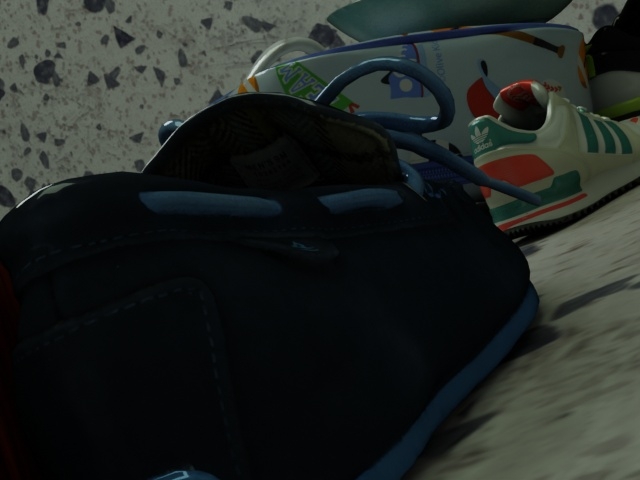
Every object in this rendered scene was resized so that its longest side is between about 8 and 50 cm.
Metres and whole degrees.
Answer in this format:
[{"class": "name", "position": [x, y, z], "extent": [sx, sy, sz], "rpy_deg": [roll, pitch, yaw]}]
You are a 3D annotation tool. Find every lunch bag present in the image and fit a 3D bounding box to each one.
[{"class": "lunch bag", "position": [0.033, -0.066, 1.040], "extent": [0.243, 0.115, 0.303], "rpy_deg": [-11, -1, -13]}]

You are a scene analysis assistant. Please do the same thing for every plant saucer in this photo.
[{"class": "plant saucer", "position": [0.102, -0.157, 1.081], "extent": [0.195, 0.037, 0.195], "rpy_deg": [-12, 0, 0]}]

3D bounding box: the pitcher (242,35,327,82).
[{"class": "pitcher", "position": [-0.058, -0.052, 1.242], "extent": [0.207, 0.178, 0.125], "rpy_deg": [-24, 8, -20]}]

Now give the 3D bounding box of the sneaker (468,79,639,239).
[{"class": "sneaker", "position": [0.134, -0.057, 0.844], "extent": [0.057, 0.075, 0.161], "rpy_deg": [-21, 5, 44]}]

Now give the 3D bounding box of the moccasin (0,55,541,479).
[{"class": "moccasin", "position": [0.000, 0.000, 0.513], "extent": [0.137, 0.117, 0.342], "rpy_deg": [-23, 4, 10]}]

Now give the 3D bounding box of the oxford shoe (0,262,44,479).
[{"class": "oxford shoe", "position": [-0.124, 0.057, 0.397], "extent": [0.098, 0.097, 0.271], "rpy_deg": [-15, 10, 1]}]

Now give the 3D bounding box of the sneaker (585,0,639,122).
[{"class": "sneaker", "position": [0.260, -0.140, 1.102], "extent": [0.234, 0.097, 0.084], "rpy_deg": [-27, 5, -42]}]
